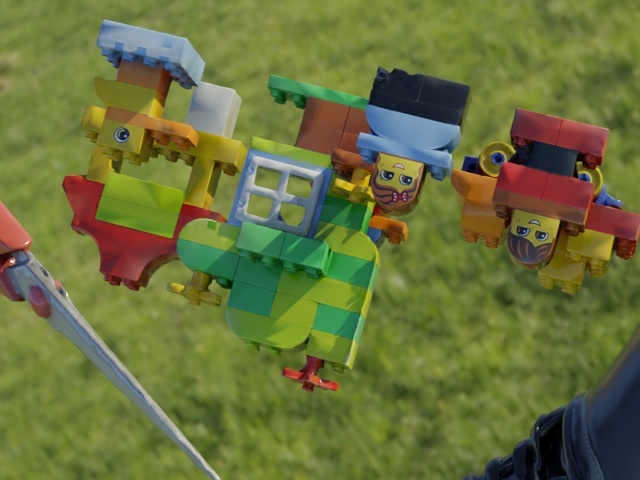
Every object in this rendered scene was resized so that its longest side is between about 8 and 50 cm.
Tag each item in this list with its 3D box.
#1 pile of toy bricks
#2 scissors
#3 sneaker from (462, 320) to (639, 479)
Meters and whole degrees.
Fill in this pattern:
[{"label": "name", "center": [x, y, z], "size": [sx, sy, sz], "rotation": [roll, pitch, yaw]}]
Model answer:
[{"label": "pile of toy bricks", "center": [0.000, 0.000, 0.671], "size": [0.118, 0.212, 0.105], "rotation": [53, -129, -77]}, {"label": "scissors", "center": [-0.137, 0.010, 0.879], "size": [0.021, 0.109, 0.297], "rotation": [-22, 33, -29]}, {"label": "sneaker", "center": [0.090, 0.136, 0.812], "size": [0.107, 0.124, 0.283], "rotation": [-79, 3, -58]}]
